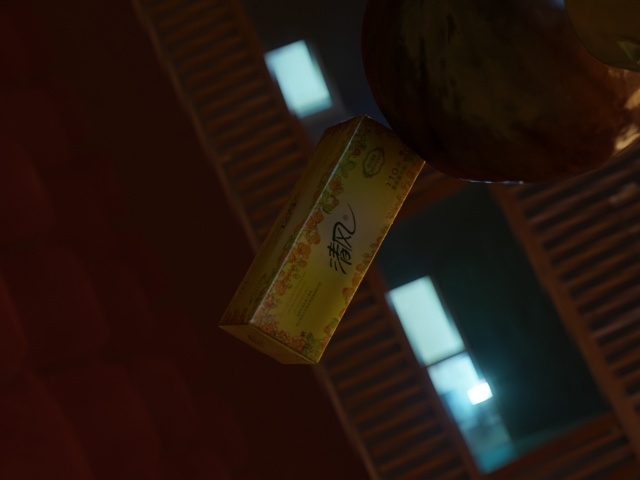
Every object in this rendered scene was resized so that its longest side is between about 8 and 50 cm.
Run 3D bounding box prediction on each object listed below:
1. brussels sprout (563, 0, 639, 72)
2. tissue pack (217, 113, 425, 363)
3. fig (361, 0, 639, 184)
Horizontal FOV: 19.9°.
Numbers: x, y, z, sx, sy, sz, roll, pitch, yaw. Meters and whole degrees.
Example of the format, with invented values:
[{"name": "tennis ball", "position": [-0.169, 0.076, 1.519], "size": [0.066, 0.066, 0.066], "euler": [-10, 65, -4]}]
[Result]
[{"name": "brussels sprout", "position": [0.221, -0.161, 0.877], "size": [0.161, 0.223, 0.223], "euler": [30, -38, 33]}, {"name": "tissue pack", "position": [0.000, 0.000, 1.329], "size": [0.062, 0.176, 0.095], "euler": [30, -11, -13]}, {"name": "fig", "position": [0.137, -0.152, 1.251], "size": [0.214, 0.235, 0.235], "euler": [30, -12, -14]}]
